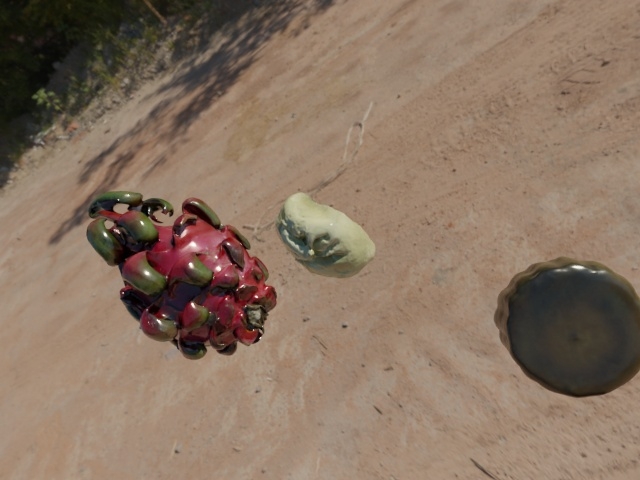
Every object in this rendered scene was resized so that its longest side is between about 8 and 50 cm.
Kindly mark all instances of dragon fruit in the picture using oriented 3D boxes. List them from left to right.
[{"bbox_3d":[-0.190,0.041,0.576,0.198,0.272,0.218,-13,40,38],"label":"dragon fruit"}]

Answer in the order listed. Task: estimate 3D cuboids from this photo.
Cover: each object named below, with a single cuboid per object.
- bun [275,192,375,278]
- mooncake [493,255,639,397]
[{"bbox_3d":[0.000,0.000,0.899,0.145,0.229,0.229,-51,41,-12],"label":"bun"},{"bbox_3d":[0.539,0.179,0.906,0.291,0.290,0.161,-33,-3,11],"label":"mooncake"}]
